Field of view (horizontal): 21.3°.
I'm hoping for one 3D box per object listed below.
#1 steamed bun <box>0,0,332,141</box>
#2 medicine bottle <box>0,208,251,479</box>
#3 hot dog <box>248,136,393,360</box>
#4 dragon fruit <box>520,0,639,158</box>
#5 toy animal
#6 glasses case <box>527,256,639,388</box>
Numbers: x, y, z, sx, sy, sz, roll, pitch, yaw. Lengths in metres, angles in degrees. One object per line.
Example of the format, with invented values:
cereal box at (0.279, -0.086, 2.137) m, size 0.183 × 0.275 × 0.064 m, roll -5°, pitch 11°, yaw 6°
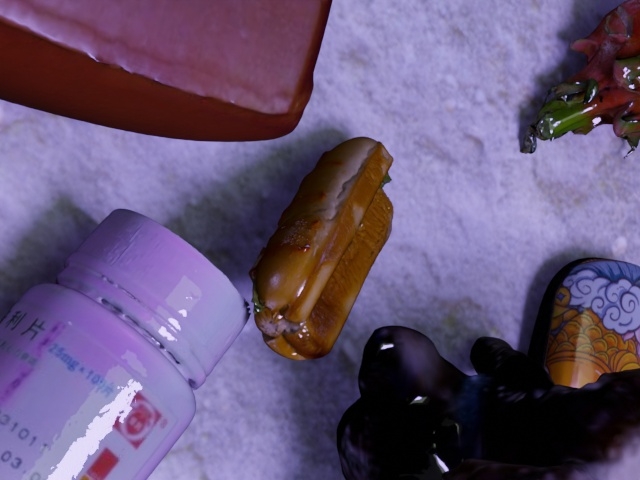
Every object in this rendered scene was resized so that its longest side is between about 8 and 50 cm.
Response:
steamed bun at (-0.171, -0.202, 1.095) m, size 0.379 × 0.248 × 0.235 m, roll 15°, pitch 88°, yaw -43°
medicine bottle at (-0.173, 0.112, 1.179) m, size 0.152 × 0.152 × 0.254 m, roll 46°, pitch 69°, yaw -27°
hot dog at (0.000, 0.000, 1.280) m, size 0.250 × 0.076 × 0.104 m, roll -65°, pitch 155°, yaw -56°
dragon fruit at (0.277, -0.138, 1.468) m, size 0.236 × 0.135 × 0.137 m, roll -44°, pitch 117°, yaw 2°
toy animal at (0.131, 0.162, 1.265) m, size 0.303 × 0.344 × 0.194 m, roll 2°, pitch 90°, yaw -43°
glasses case at (0.230, 0.175, 1.483) m, size 0.122 × 0.082 × 0.321 m, roll 10°, pitch 90°, yaw -36°
